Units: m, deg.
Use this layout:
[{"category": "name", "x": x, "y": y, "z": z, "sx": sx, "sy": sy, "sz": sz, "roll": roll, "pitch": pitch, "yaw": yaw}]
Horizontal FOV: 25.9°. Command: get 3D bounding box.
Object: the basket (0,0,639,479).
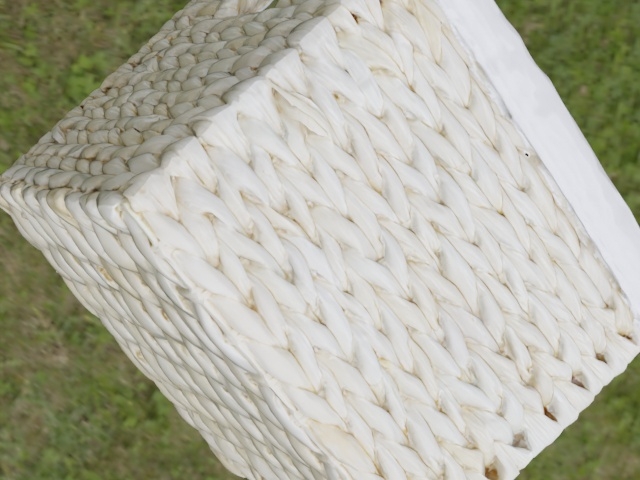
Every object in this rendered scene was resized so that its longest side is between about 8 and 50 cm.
[{"category": "basket", "x": 0.000, "y": 0.000, "z": 0.950, "sx": 0.266, "sy": 0.328, "sz": 0.331, "roll": -45, "pitch": 112, "yaw": -17}]
